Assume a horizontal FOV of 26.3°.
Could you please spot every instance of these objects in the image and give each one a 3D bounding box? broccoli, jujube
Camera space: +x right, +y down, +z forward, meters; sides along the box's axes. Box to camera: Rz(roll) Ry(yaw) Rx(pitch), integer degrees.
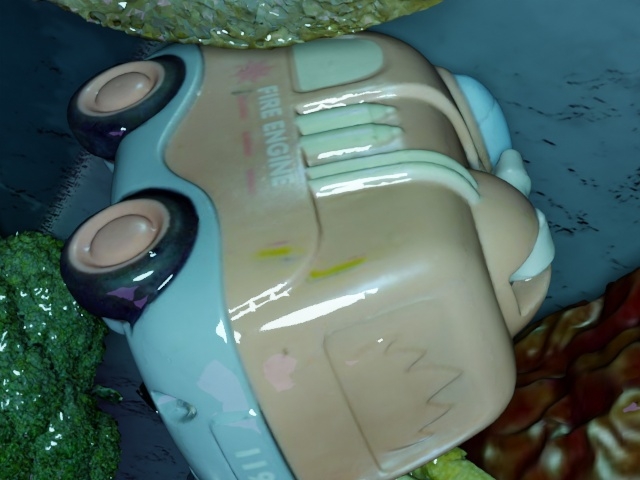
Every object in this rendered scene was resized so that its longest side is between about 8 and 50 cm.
[{"bbox_3d":[-0.287,0.113,0.993,0.304,0.321,0.283,18,-175,-26],"label":"broccoli"},{"bbox_3d":[0.242,0.142,0.860,0.276,0.276,0.377,26,159,-19],"label":"jujube"}]

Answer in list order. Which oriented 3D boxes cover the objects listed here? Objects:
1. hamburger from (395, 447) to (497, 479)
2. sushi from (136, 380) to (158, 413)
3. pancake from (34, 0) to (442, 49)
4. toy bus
[{"bbox_3d":[0.082,0.253,0.807,0.211,0.132,0.309,44,156,24],"label":"hamburger"},{"bbox_3d":[0.002,0.112,0.975,0.153,0.150,0.172,35,180,-39],"label":"sushi"},{"bbox_3d":[-0.082,-0.227,0.579,0.387,0.082,0.387,11,145,8],"label":"pancake"},{"bbox_3d":[0.000,0.000,0.729,0.232,0.288,0.194,-19,126,9],"label":"toy bus"}]
